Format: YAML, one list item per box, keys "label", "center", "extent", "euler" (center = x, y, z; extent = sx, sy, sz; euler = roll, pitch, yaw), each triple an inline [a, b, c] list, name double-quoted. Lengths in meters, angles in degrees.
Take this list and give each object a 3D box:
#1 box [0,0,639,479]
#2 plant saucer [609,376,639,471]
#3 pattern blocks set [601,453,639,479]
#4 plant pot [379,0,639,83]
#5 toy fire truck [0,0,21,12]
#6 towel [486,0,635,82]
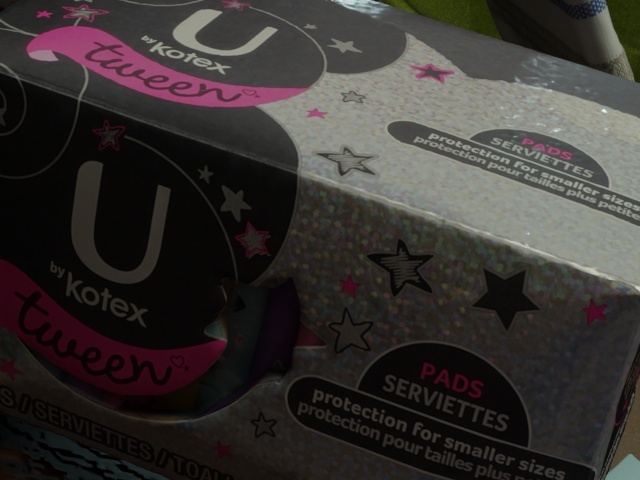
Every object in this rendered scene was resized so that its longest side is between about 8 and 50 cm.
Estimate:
- label: "box"
  center: [0.000, 0.000, 0.573]
  extent: [0.247, 0.142, 0.163]
  euler: [19, 30, 14]
- label: "plant saucer"
  center: [0.153, 0.096, 0.732]
  extent: [0.310, 0.050, 0.310]
  euler: [23, 27, -13]
- label: "pattern blocks set"
  center: [0.183, 0.219, 0.511]
  extent: [0.325, 0.026, 0.285]
  euler: [36, 40, 10]
- label: "plant pot"
  center: [0.255, -0.299, 1.167]
  extent: [0.366, 0.353, 0.366]
  euler: [22, 28, -13]
- label: "toy fire truck"
  center: [-0.129, -0.193, 0.726]
  extent: [0.302, 0.254, 0.169]
  euler: [20, 28, -17]
- label: "towel"
  center: [0.107, -0.152, 0.804]
  extent: [0.209, 0.034, 0.285]
  euler: [-116, -179, -66]
